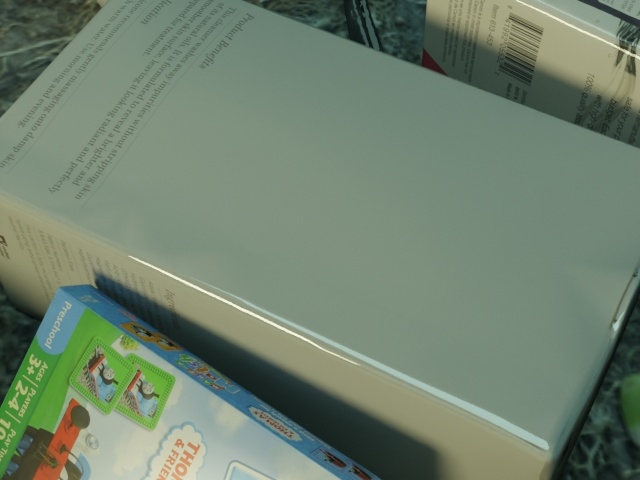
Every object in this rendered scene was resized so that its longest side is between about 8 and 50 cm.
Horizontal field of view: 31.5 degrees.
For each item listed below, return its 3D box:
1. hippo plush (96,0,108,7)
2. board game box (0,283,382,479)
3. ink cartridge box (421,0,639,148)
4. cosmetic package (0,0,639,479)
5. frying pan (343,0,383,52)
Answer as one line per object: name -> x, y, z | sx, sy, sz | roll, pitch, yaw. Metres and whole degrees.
hippo plush -> -0.211, -0.289, 0.901 | 0.236, 0.234, 0.294 | 6, 17, 38
board game box -> -0.091, 0.145, 0.625 | 0.211, 0.039, 0.160 | 30, 99, 19
ink cartridge box -> 0.192, -0.106, 0.766 | 0.237, 0.172, 0.100 | 31, 61, 20
cosmetic package -> 0.000, 0.000, 0.709 | 0.385, 0.156, 0.217 | 26, 60, 16
frying pan -> 0.003, -0.270, 0.876 | 0.053, 0.197, 0.326 | -25, 50, 23
